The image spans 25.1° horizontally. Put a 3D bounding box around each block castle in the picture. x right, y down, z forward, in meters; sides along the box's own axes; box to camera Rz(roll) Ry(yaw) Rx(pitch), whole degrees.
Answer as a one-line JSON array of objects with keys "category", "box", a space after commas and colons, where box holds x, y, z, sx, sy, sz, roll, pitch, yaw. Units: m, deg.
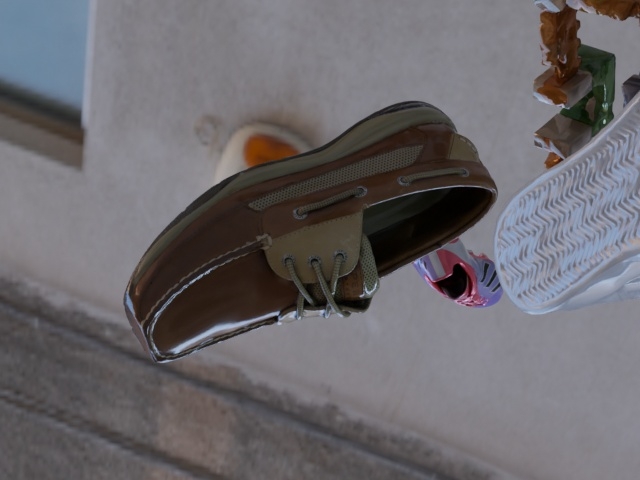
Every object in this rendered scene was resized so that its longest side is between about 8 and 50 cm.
[{"category": "block castle", "box": [0.436, -0.165, 1.776, 0.303, 0.453, 0.213, 26, -129, 35]}]

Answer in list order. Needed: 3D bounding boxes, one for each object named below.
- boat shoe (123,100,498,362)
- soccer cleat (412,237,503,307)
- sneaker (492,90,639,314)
[{"category": "boat shoe", "box": [0.000, 0.000, 1.146, 0.324, 0.123, 0.120, -32, -131, -16]}, {"category": "soccer cleat", "box": [0.178, 0.051, 1.840, 0.083, 0.248, 0.095, -25, -122, 15]}, {"category": "sneaker", "box": [0.242, -0.034, 0.780, 0.169, 0.292, 0.108, -3, -104, -29]}]
